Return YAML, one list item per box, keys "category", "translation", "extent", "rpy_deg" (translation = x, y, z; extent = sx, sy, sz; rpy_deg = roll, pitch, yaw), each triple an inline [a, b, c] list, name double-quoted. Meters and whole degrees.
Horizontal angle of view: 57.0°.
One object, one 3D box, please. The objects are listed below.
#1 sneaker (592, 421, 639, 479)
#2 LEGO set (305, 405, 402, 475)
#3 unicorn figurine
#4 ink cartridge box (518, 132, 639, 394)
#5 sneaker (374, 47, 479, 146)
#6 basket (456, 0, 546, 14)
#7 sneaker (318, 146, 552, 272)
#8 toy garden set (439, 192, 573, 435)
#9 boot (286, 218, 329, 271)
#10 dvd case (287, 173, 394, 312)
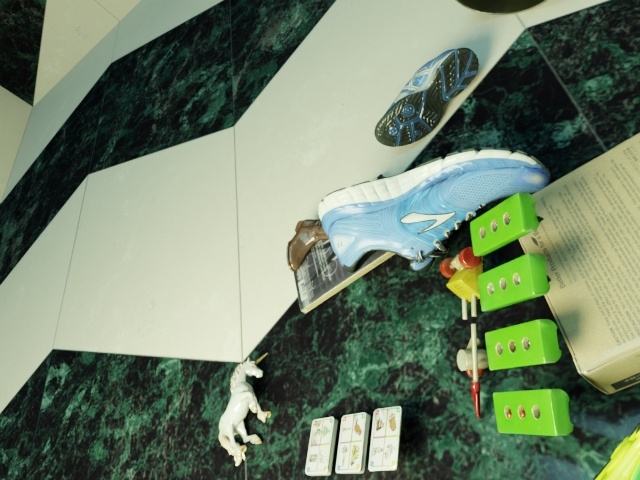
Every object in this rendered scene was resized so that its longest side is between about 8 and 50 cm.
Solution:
- category: "sneaker"
  translation: [0.319, 0.232, 0.525]
  extent: [0.123, 0.109, 0.295]
  rpy_deg: [39, 91, 28]
- category: "LEGO set"
  translation: [0.044, 0.347, 0.752]
  extent: [0.182, 0.060, 0.244]
  rpy_deg: [-27, 44, 45]
- category: "unicorn figurine"
  translation: [-0.122, 0.263, 0.941]
  extent: [0.111, 0.060, 0.162]
  rpy_deg: [29, 84, 49]
- category: "ink cartridge box"
  translation: [0.341, 0.019, 0.647]
  extent: [0.193, 0.088, 0.235]
  rpy_deg: [-33, 45, 25]
- category: "sneaker"
  translation: [0.177, -0.244, 1.016]
  extent: [0.211, 0.080, 0.081]
  rpy_deg: [-42, 24, 10]
- category: "basket"
  translation: [0.339, -0.524, 0.994]
  extent: [0.204, 0.154, 0.227]
  rpy_deg: [4, 62, 48]
- category: "sneaker"
  translation: [0.165, -0.033, 0.846]
  extent: [0.330, 0.130, 0.147]
  rpy_deg: [-17, 83, 22]
- category: "toy garden set"
  translation: [0.213, 0.094, 0.685]
  extent: [0.204, 0.049, 0.244]
  rpy_deg: [131, 138, -69]
- category: "boot"
  translation: [0.000, 0.000, 1.007]
  extent: [0.114, 0.037, 0.106]
  rpy_deg: [-9, 59, 36]
- category: "dvd case"
  translation: [0.041, 0.004, 1.003]
  extent: [0.221, 0.018, 0.164]
  rpy_deg: [-36, 42, 21]
